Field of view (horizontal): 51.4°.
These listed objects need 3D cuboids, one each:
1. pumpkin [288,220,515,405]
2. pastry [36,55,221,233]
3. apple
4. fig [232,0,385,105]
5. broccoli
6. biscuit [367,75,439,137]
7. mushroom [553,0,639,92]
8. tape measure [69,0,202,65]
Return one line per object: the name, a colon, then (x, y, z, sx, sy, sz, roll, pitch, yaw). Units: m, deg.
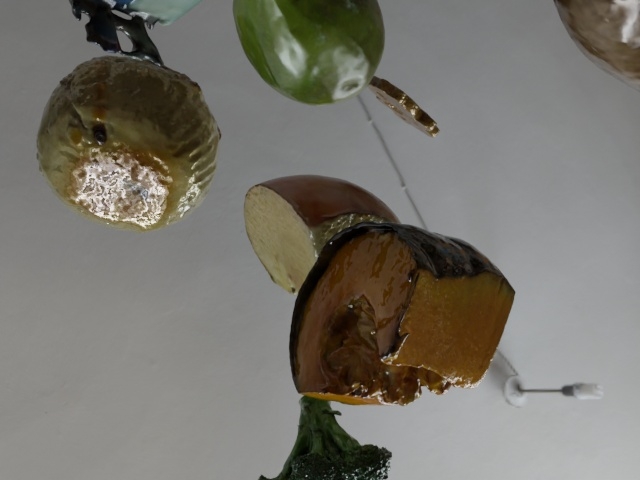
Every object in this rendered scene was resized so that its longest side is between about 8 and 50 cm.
pumpkin: (0.108, 0.111, 0.979, 0.225, 0.303, 0.256, 25, -124, -33)
pastry: (-0.398, -0.213, 1.419, 0.388, 0.388, 0.313, 22, -146, -16)
apple: (0.000, 0.000, 1.245, 0.314, 0.309, 0.252, 23, -80, -35)
fig: (-0.014, -0.356, 0.990, 0.233, 0.314, 0.233, 0, -125, 0)
broccoli: (0.015, 0.431, 1.332, 0.254, 0.269, 0.269, 39, -123, -54)
biscuit: (0.190, -0.319, 1.555, 0.035, 0.184, 0.249, -55, -38, 6)
mushroom: (0.303, -0.197, 0.395, 0.331, 0.334, 0.356, 18, -153, -9)
tape measure: (-0.010, -0.257, 0.266, 0.098, 0.351, 0.215, -4, -112, -60)
